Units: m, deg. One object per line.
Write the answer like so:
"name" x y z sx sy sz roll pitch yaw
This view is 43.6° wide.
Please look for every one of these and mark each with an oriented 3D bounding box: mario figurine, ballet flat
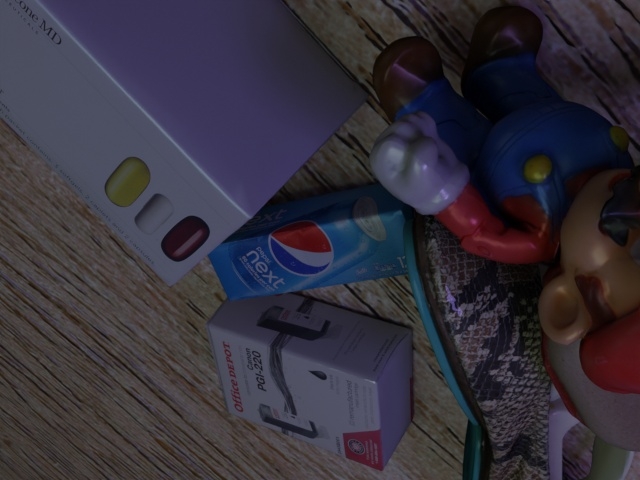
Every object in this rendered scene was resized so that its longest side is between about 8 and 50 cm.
"mario figurine" 0.161 -0.051 0.479 0.198 0.320 0.170 -45 139 13
"ballet flat" 0.201 0.145 0.746 0.182 0.164 0.482 -6 130 13

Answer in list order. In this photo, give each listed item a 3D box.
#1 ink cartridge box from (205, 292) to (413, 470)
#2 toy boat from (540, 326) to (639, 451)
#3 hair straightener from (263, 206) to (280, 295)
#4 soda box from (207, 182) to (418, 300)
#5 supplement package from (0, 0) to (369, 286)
"ink cartridge box" -0.011 0.152 0.921 0.218 0.092 0.158 16 133 26
"toy boat" 0.272 0.041 0.594 0.231 0.151 0.151 -27 115 12
"hair straightener" -0.107 -0.039 0.853 0.089 0.047 0.230 0 127 35
"soda box" 0.000 0.000 0.765 0.210 0.071 0.067 -11 116 27
"supplement package" -0.129 -0.136 0.670 0.262 0.204 0.145 46 137 -7
